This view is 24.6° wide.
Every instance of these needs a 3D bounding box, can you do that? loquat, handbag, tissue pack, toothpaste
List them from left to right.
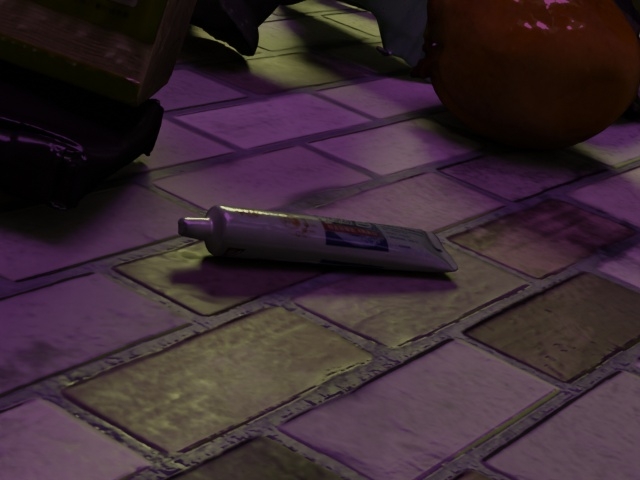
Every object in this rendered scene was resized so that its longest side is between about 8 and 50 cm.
[{"bbox_3d":[-0.251,-0.091,1.127,0.223,0.080,0.247,21,17,2],"label":"handbag"},{"bbox_3d":[-0.235,-0.232,1.158,0.274,0.167,0.200,19,14,-2],"label":"tissue pack"},{"bbox_3d":[0.000,0.000,1.109,0.233,0.038,0.060,6,26,-29],"label":"toothpaste"},{"bbox_3d":[0.219,-0.198,1.534,0.238,0.193,0.238,11,28,-6],"label":"loquat"}]

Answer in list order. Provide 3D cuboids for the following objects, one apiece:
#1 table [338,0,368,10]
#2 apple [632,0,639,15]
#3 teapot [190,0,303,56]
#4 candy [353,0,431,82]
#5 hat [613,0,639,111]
[{"bbox_3d":[0.035,-0.377,2.055,0.175,0.062,0.146,21,22,15],"label":"table"},{"bbox_3d":[0.414,-0.461,2.158,0.319,0.277,0.319,35,8,-6],"label":"apple"},{"bbox_3d":[-0.097,-0.340,1.614,0.305,0.285,0.223,33,-11,49],"label":"teapot"},{"bbox_3d":[0.068,-0.378,1.822,0.172,0.263,0.398,37,1,-36],"label":"candy"},{"bbox_3d":[0.281,-0.303,1.853,0.366,0.257,0.381,10,2,-5],"label":"hat"}]
